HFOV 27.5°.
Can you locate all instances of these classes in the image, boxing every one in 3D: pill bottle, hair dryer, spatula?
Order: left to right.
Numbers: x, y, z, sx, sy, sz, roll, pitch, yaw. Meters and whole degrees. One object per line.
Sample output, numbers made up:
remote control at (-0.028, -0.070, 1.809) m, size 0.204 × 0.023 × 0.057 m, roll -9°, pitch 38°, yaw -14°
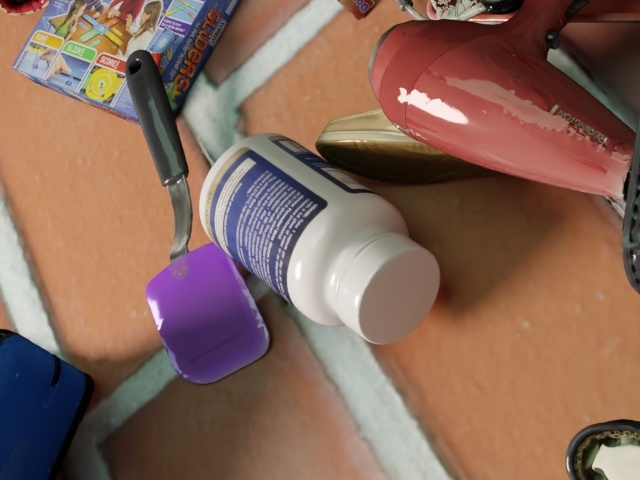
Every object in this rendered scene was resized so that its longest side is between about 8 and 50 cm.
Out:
spatula at (-0.111, -0.030, 1.002) m, size 0.084 × 0.030 × 0.296 m, roll -31°, pitch 57°, yaw 21°
pill bottle at (0.000, 0.000, 0.878) m, size 0.169 × 0.094 × 0.094 m, roll 36°, pitch 90°, yaw 43°
hair dryer at (0.130, -0.145, 0.802) m, size 0.224 × 0.080 × 0.293 m, roll -24°, pitch 59°, yaw 19°

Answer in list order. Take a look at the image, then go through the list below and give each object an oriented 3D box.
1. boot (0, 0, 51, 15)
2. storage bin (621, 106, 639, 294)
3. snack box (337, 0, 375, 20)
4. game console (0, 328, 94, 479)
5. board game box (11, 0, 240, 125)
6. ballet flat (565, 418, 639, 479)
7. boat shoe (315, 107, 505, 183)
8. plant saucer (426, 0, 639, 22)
boot at (-0.244, -0.341, 1.257) m, size 0.236 × 0.085 × 0.178 m, roll -36°, pitch 52°, yaw 25°
storage bin at (0.232, -0.043, 0.706) m, size 0.084 × 0.122 × 0.180 m, roll -3°, pitch 65°, yaw 36°
snack box at (-0.022, -0.240, 1.045) m, size 0.022 × 0.064 × 0.178 m, roll -45°, pitch 48°, yaw 6°
game console at (-0.307, 0.201, 0.959) m, size 0.173 × 0.250 × 0.293 m, roll 17°, pitch 77°, yaw 14°
board game box at (-0.175, -0.181, 1.150) m, size 0.201 × 0.035 × 0.136 m, roll 25°, pitch 83°, yaw 42°
ballet flat at (0.208, 0.143, 0.661) m, size 0.203 × 0.074 × 0.074 m, roll 24°, pitch 82°, yaw 42°
boat shoe at (0.079, -0.077, 0.888) m, size 0.170 × 0.063 × 0.059 m, roll 1°, pitch 64°, yaw 27°
plant saucer at (0.223, -0.249, 0.877) m, size 0.258 × 0.048 × 0.259 m, roll 8°, pitch 73°, yaw 39°
